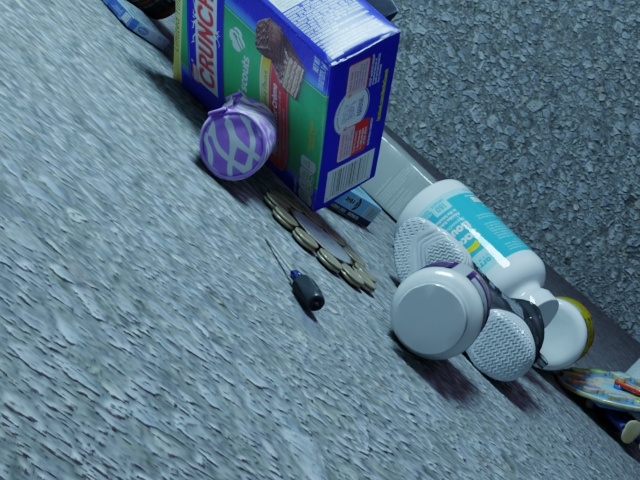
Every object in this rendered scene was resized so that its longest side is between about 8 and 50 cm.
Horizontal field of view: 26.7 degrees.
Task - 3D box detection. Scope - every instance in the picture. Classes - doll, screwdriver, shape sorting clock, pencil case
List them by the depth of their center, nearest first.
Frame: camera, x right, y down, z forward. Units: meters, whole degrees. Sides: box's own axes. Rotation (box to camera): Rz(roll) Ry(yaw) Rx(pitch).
[{"bbox_3d":[-0.035,0.029,1.404,0.025,0.024,0.170,2,23,-27],"label":"screwdriver"},{"bbox_3d":[-0.097,-0.128,1.619,0.206,0.086,0.088,-92,169,-79],"label":"pencil case"},{"bbox_3d":[0.496,0.295,2.232,0.129,0.046,0.189,29,7,-16],"label":"doll"},{"bbox_3d":[0.493,0.245,2.232,0.206,0.040,0.206,14,9,-2],"label":"shape sorting clock"}]

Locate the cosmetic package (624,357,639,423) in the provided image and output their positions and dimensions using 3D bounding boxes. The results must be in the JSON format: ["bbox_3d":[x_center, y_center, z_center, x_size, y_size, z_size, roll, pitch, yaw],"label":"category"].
[{"bbox_3d":[0.718,0.346,2.400,0.385,0.217,0.156,43,10,-9],"label":"cosmetic package"}]

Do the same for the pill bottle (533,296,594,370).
[{"bbox_3d":[0.391,0.151,2.236,0.117,0.117,0.215,44,10,12],"label":"pill bottle"}]

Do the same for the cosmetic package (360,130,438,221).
[{"bbox_3d":[0.115,-0.128,2.433,0.238,0.107,0.127,42,9,18],"label":"cosmetic package"}]

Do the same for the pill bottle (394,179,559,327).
[{"bbox_3d":[0.243,0.037,2.067,0.264,0.146,0.146,47,11,30],"label":"pill bottle"}]

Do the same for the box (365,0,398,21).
[{"bbox_3d":[-0.069,-0.375,1.994,0.294,0.182,0.296,60,-22,4],"label":"box"}]

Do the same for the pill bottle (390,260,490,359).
[{"bbox_3d":[0.139,0.082,1.575,0.108,0.108,0.193,43,10,7],"label":"pill bottle"}]

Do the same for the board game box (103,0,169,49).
[{"bbox_3d":[-0.277,-0.329,2.001,0.090,0.020,0.090,48,12,34],"label":"board game box"}]

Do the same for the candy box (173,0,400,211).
[{"bbox_3d":[-0.055,-0.242,1.749,0.317,0.122,0.268,46,-31,28],"label":"candy box"}]

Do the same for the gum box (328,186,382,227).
[{"bbox_3d":[-0.008,-0.110,2.034,0.184,0.041,0.157,47,11,32],"label":"gum box"}]

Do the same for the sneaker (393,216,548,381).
[{"bbox_3d":[0.211,0.082,1.860,0.269,0.101,0.153,52,18,21],"label":"sneaker"}]

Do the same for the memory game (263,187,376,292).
[{"bbox_3d":[0.000,0.000,1.672,0.186,0.012,0.186,41,10,-8],"label":"memory game"}]

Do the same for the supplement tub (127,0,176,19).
[{"bbox_3d":[-0.301,-0.438,2.127,0.198,0.106,0.106,32,14,-45],"label":"supplement tub"}]

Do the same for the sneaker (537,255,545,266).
[{"bbox_3d":[0.313,0.067,2.245,0.104,0.125,0.262,43,6,6],"label":"sneaker"}]
